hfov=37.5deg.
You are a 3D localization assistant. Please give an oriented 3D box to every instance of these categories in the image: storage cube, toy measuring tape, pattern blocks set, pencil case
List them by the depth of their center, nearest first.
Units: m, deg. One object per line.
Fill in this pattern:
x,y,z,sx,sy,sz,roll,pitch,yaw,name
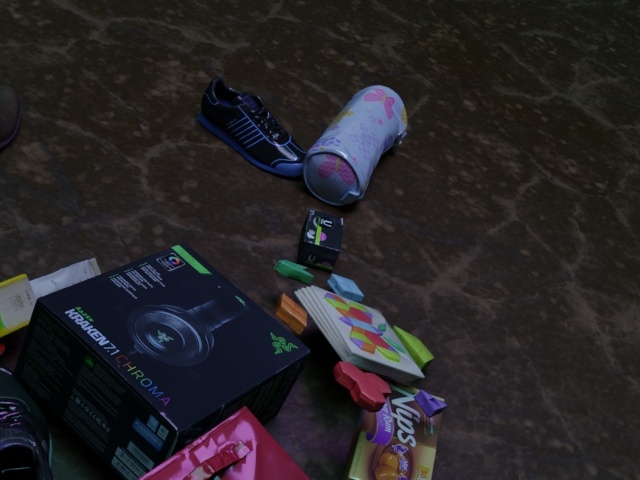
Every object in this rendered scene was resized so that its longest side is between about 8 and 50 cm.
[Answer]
-0.108,0.333,1.004,0.193,0.215,0.183,46,45,16,storage cube
-0.420,0.088,1.226,0.121,0.121,0.330,33,24,12,toy measuring tape
0.056,0.131,1.327,0.285,0.026,0.325,16,23,-47,pattern blocks set
0.066,-0.173,1.695,0.124,0.113,0.273,54,39,-15,pencil case

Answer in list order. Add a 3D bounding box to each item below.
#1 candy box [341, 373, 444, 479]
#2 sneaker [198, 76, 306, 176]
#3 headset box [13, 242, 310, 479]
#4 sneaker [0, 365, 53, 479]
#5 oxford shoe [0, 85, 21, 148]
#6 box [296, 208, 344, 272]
0.099,0.276,1.269,0.109,0.053,0.187,22,42,0,candy box
-0.114,-0.201,1.662,0.232,0.090,0.081,31,41,11,sneaker
-0.188,0.150,1.192,0.246,0.131,0.283,39,32,19,headset box
-0.344,0.236,1.065,0.107,0.124,0.283,-4,47,-28,sneaker
-0.526,-0.188,1.468,0.083,0.096,0.227,17,39,-3,oxford shoe
0.000,0.000,1.524,0.062,0.052,0.083,15,40,-7,box
